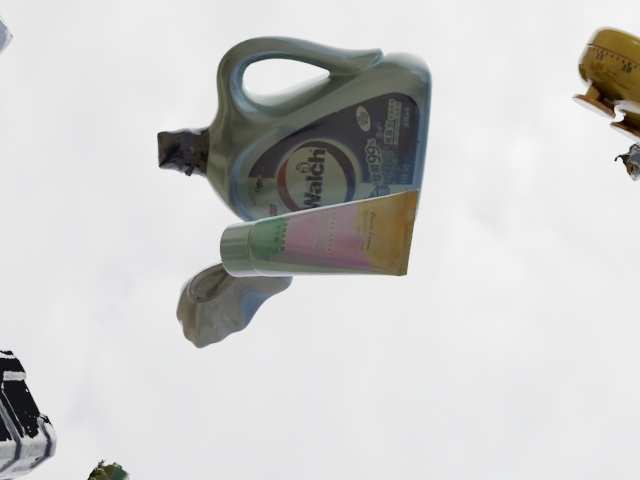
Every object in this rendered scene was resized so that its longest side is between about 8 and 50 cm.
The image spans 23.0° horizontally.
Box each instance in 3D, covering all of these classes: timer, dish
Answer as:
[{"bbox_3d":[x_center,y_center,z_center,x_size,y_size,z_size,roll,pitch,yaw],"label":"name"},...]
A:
[{"bbox_3d":[0.267,-0.142,1.284,0.107,0.107,0.109,33,-87,53],"label":"timer"},{"bbox_3d":[-0.092,0.044,1.573,0.137,0.039,0.091,-30,-131,10],"label":"dish"}]

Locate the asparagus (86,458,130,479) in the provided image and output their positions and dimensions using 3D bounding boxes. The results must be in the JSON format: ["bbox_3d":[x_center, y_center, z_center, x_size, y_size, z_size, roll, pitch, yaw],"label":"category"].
[{"bbox_3d":[-0.179,0.222,1.056,0.165,0.030,0.036,-59,-152,-5],"label":"asparagus"}]

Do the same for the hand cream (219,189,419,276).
[{"bbox_3d":[0.000,0.000,1.301,0.174,0.047,0.076,-5,-116,31],"label":"hand cream"}]

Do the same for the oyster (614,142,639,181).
[{"bbox_3d":[0.356,-0.190,1.364,0.337,0.133,0.198,108,-13,-58],"label":"oyster"}]

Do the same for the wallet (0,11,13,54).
[{"bbox_3d":[-0.361,-0.150,1.468,0.033,0.095,0.190,31,-100,25],"label":"wallet"}]

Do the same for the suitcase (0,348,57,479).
[{"bbox_3d":[-0.310,0.049,1.163,0.066,0.206,0.285,-30,-102,9],"label":"suitcase"}]

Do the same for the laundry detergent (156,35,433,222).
[{"bbox_3d":[-0.031,-0.110,1.657,0.105,0.280,0.215,-102,-163,-66],"label":"laundry detergent"}]
